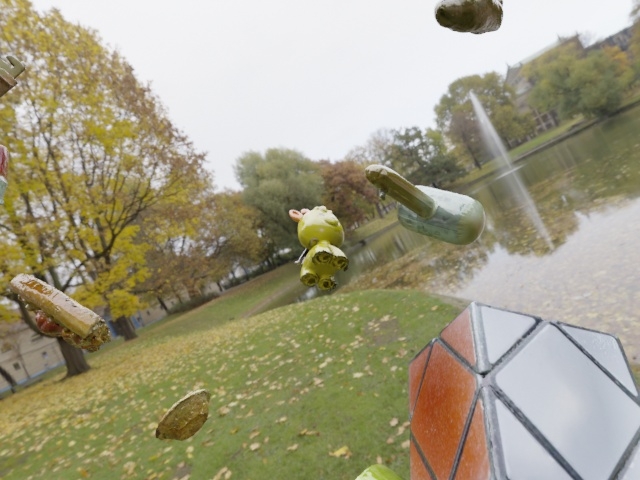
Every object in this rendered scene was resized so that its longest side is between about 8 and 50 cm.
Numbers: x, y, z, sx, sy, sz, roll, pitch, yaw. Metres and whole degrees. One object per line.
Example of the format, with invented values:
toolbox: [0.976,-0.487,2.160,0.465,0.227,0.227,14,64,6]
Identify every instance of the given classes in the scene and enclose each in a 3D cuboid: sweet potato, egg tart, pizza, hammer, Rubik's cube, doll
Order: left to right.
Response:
pizza: [-0.407,0.143,0.677,0.062,0.188,0.198,-55,-24,-28]
egg tart: [-0.269,0.358,0.827,0.129,0.049,0.128,-40,-26,-24]
doll: [0.000,0.000,0.961,0.143,0.220,0.135,14,-55,-23]
hammer: [0.197,-0.084,0.848,0.306,0.113,0.202,21,-1,-44]
sweet potato: [0.144,-0.209,0.374,0.038,0.041,0.153,-2,24,42]
Rubik's cube: [0.242,0.227,0.510,0.205,0.205,0.207,111,172,-48]

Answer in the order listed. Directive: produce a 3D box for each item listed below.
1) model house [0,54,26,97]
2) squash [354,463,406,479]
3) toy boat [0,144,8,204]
model house: [-0.690,-0.341,0.714,0.326,0.244,0.169,22,73,46]
squash: [0.115,0.365,0.286,0.309,0.233,0.210,18,9,32]
toy boat: [-0.610,-0.096,0.615,0.332,0.133,0.145,7,-12,12]
